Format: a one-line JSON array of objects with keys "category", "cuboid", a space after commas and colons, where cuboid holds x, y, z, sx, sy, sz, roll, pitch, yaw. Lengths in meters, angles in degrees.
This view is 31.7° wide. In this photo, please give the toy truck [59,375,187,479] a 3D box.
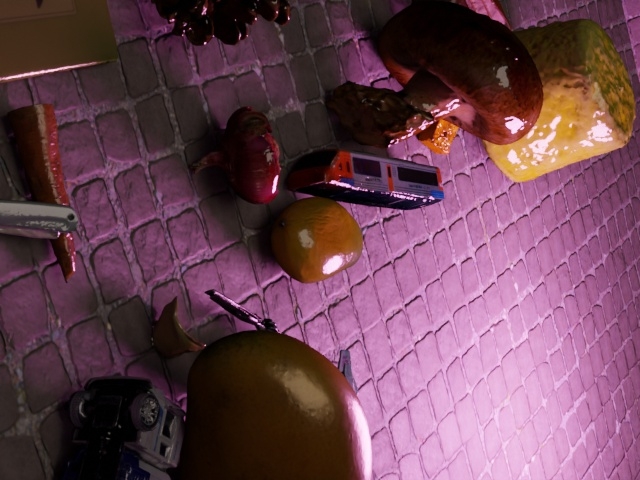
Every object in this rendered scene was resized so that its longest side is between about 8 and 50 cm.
[{"category": "toy truck", "cuboid": [-0.246, 0.312, 1.383, 0.155, 0.124, 0.268, 45, 49, -51]}]

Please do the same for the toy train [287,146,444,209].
[{"category": "toy train", "cuboid": [0.085, -0.112, 2.005, 0.409, 0.086, 0.089, 5, 77, -55]}]

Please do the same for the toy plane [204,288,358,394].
[{"category": "toy plane", "cuboid": [-0.055, 0.196, 1.720, 0.381, 0.106, 0.155, 26, 49, -45]}]

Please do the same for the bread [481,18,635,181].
[{"category": "bread", "cuboid": [0.511, -0.318, 2.492, 0.348, 0.307, 0.348, 20, 64, -48]}]

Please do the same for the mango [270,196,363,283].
[{"category": "mango", "cuboid": [-0.002, -0.006, 1.852, 0.237, 0.091, 0.137, -24, 108, -62]}]

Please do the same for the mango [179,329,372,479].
[{"category": "mango", "cuboid": [-0.065, 0.275, 1.503, 0.221, 0.263, 0.378, -94, 175, -56]}]

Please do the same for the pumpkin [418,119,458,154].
[{"category": "pumpkin", "cuboid": [0.238, -0.224, 2.291, 0.074, 0.054, 0.083, 33, 77, -44]}]

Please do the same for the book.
[{"category": "book", "cuboid": [-0.395, -0.315, 1.385, 0.352, 0.035, 0.239, -26, 105, -56]}]

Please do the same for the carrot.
[{"category": "carrot", "cuboid": [-0.334, -0.058, 1.404, 0.057, 0.057, 0.224, -27, 108, -55]}]

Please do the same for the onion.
[{"category": "onion", "cuboid": [-0.130, -0.120, 1.689, 0.150, 0.140, 0.150, 166, -90, -80]}]

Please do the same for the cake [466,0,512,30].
[{"category": "cake", "cuboid": [0.310, -0.524, 2.395, 0.287, 0.098, 0.135, 62, 24, 3]}]

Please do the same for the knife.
[{"category": "knife", "cuboid": [-0.363, -0.026, 1.339, 0.162, 0.023, 0.044, 4, 96, -39]}]

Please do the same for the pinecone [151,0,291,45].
[{"category": "pinecone", "cuboid": [-0.137, -0.407, 1.626, 0.257, 0.243, 0.243, -26, 105, -34]}]

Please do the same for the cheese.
[{"category": "cheese", "cuboid": [-0.204, 0.122, 1.550, 0.041, 0.060, 0.084, -27, 98, -54]}]

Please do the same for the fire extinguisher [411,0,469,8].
[{"category": "fire extinguisher", "cuboid": [0.238, -0.446, 2.289, 0.337, 0.147, 0.106, 53, 55, -48]}]

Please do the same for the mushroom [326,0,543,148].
[{"category": "mushroom", "cuboid": [0.241, -0.269, 2.092, 0.356, 0.331, 0.334, -69, 156, -16]}]
